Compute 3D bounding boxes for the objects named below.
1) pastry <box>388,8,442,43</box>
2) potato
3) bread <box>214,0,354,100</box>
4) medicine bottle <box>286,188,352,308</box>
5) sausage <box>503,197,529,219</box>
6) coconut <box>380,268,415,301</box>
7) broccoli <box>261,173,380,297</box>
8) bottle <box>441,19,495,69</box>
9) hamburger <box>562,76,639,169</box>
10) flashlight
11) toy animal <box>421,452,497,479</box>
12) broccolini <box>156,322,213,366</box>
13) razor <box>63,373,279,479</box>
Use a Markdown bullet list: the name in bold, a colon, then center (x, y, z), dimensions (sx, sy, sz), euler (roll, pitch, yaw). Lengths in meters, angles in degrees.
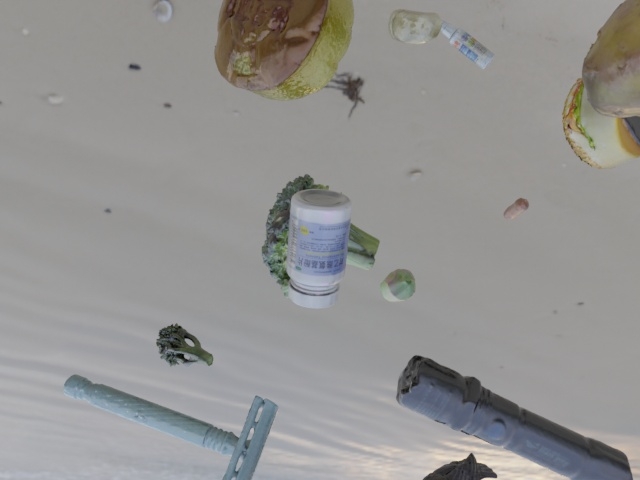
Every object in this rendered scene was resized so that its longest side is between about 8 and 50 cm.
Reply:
- **pastry**: center (0.278, -0.630, 1.775), dimensions (0.157, 0.156, 0.091), euler (4, 121, -4)
- **potato**: center (0.604, -0.331, 1.099), dimensions (0.237, 0.300, 0.289), euler (-26, 147, 20)
- **bread**: center (-0.069, -0.378, 1.056), dimensions (0.270, 0.269, 0.148), euler (-23, 160, 35)
- **medicine bottle**: center (-0.005, 0.014, 1.027), dimensions (0.103, 0.102, 0.186), euler (4, 113, -4)
- **sausage**: center (0.567, -0.092, 1.746), dimensions (0.043, 0.043, 0.186), euler (-1, 172, 4)
- **coconut**: center (0.193, 0.109, 1.470), dimensions (0.083, 0.082, 0.081), euler (27, 154, -15)
- **broccoli**: center (0.000, 0.000, 1.267), dimensions (0.244, 0.262, 0.247), euler (19, 163, 6)
- **bottle**: center (0.440, -0.619, 1.871), dimensions (0.217, 0.060, 0.060), euler (42, 145, 5)
- **hamburger**: center (0.808, -0.345, 1.711), dimensions (0.294, 0.275, 0.179), euler (36, 158, -31)
- **flashlight**: center (0.334, 0.327, 1.047), dimensions (0.424, 0.103, 0.103), euler (26, 146, -1)
- **toy animal**: center (0.283, 0.594, 1.338), dimensions (0.122, 0.298, 0.185), euler (-5, 125, 55)
- **broccolini**: center (-0.284, 0.218, 1.237), dimensions (0.068, 0.091, 0.203), euler (24, 165, -29)
- **razor**: center (-0.170, 0.190, 0.637), dimensions (0.232, 0.106, 0.068), euler (15, 155, 13)
